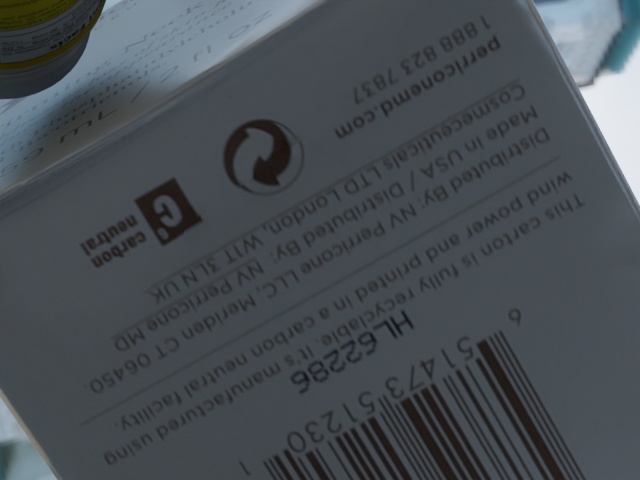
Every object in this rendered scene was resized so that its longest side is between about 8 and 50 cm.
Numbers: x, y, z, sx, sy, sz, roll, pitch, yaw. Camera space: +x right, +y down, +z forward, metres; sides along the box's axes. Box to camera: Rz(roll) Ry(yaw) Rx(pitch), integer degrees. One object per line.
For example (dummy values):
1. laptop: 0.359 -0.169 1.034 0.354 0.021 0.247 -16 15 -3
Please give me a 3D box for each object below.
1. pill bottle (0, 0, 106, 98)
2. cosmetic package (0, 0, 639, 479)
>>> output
1. pill bottle: -0.165 -0.156 0.857 0.208 0.119 0.119 115 -48 -70
2. cosmetic package: 0.000 0.000 1.014 0.327 0.329 0.394 58 5 -16
